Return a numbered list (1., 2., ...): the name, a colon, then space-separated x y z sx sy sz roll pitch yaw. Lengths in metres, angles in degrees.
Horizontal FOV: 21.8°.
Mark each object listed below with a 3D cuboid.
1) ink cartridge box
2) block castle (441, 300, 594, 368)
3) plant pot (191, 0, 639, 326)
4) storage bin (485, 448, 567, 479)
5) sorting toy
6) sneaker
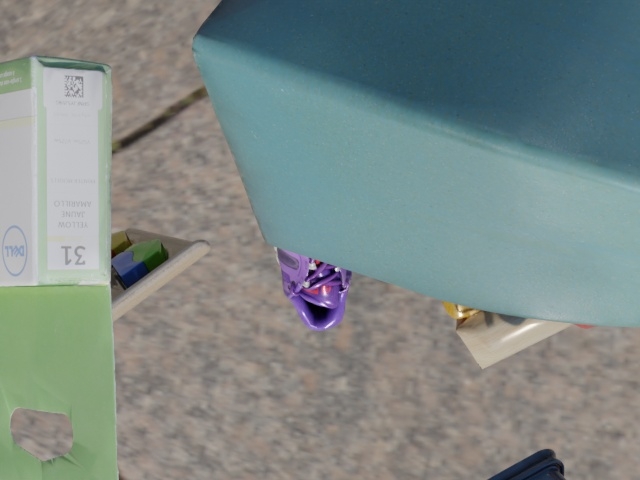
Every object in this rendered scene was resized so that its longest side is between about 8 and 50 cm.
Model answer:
1. ink cartridge box: -0.177 0.023 0.925 0.056 0.171 0.235 2 88 -38
2. block castle: 0.193 -0.102 1.647 0.212 0.453 0.303 -28 102 17
3. plant pot: 0.094 -0.066 0.804 0.165 0.234 0.166 -54 149 -24
4. storage bin: 0.158 0.244 1.289 0.135 0.091 0.098 -24 133 -23
5. sorting toy: -0.224 0.045 1.597 0.193 0.208 0.038 -37 109 -23
6. sneaker: 0.000 0.000 1.016 0.068 0.170 0.071 -10 59 2
